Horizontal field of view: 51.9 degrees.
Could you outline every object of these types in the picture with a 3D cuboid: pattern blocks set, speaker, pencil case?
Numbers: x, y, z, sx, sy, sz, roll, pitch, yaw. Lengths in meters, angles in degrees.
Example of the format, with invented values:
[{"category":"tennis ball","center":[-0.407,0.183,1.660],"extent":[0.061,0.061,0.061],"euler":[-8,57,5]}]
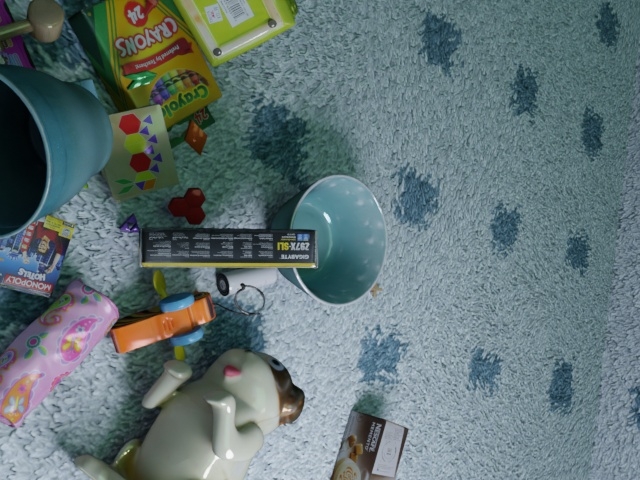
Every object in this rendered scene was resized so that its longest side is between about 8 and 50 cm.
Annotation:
[{"category":"pattern blocks set","center":[-0.365,-0.169,1.299],"extent":[0.285,0.026,0.324],"euler":[-8,115,-18]},{"category":"speaker","center":[-0.169,0.089,1.520],"extent":[0.136,0.055,0.055],"euler":[-13,99,-39]},{"category":"pencil case","center":[-0.500,0.199,1.202],"extent":[0.284,0.124,0.124],"euler":[-53,121,-28]}]

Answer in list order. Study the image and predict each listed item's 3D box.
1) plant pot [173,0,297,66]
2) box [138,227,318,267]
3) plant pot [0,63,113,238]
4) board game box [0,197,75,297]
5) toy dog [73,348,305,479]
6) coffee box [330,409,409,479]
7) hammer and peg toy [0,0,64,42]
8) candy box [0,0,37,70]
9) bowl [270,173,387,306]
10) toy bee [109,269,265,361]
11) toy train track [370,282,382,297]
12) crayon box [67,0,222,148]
[{"category":"plant pot","center":[-0.181,-0.500,1.332],"extent":[0.227,0.207,0.228],"euler":[-24,122,8]},{"category":"box","center":[-0.169,0.016,1.299],"extent":[0.322,0.257,0.079],"euler":[1,91,-3]},{"category":"plant pot","center":[-0.490,-0.167,1.093],"extent":[0.255,0.272,0.271],"euler":[-49,126,-67]},{"category":"board game box","center":[-0.569,0.030,1.175],"extent":[0.194,0.060,0.194],"euler":[25,76,-38]},{"category":"toy dog","center":[-0.207,0.407,1.350],"extent":[0.408,0.285,0.395],"euler":[-53,134,-27]},{"category":"coffee box","center":[0.121,0.585,1.714],"extent":[0.098,0.141,0.246],"euler":[30,72,-36]},{"category":"hammer and peg toy","center":[-0.591,-0.459,1.039],"extent":[0.361,0.127,0.266],"euler":[49,55,-9]},{"category":"candy box","center":[-0.628,-0.312,1.114],"extent":[0.233,0.071,0.159],"euler":[-31,109,-37]},{"category":"bowl","center":[0.000,0.000,1.593],"extent":[0.312,0.163,0.311],"euler":[0,90,-40]},{"category":"toy bee","center":[-0.284,0.163,1.382],"extent":[0.298,0.162,0.195],"euler":[6,95,-16]},{"category":"toy train track","center":[0.149,0.116,1.820],"extent":[0.048,0.014,0.083],"euler":[12,77,-33]},{"category":"crayon box","center":[-0.340,-0.349,1.355],"extent":[0.202,0.081,0.318],"euler":[-41,116,-33]}]
